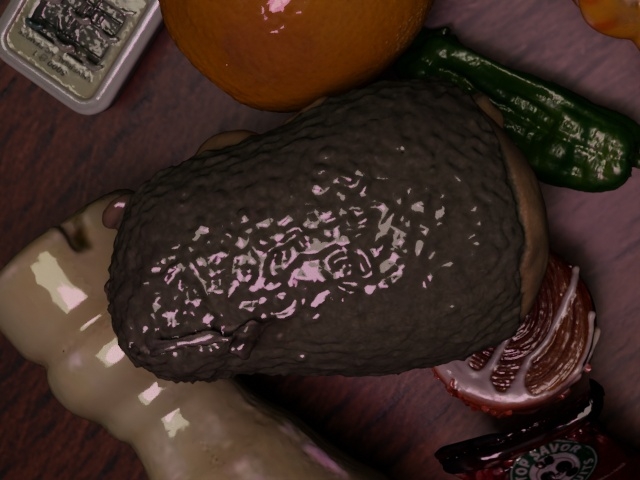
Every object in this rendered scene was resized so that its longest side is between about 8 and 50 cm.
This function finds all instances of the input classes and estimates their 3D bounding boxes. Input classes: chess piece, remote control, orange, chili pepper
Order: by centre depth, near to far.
[{"bbox_3d":[-0.016,-0.217,1.173,0.236,0.236,0.236,2,102,11],"label":"orange"},{"bbox_3d":[0.175,-0.109,1.232,0.257,0.074,0.100,26,107,7],"label":"chili pepper"},{"bbox_3d":[-0.104,0.172,1.268,0.234,0.234,0.442,-37,89,16],"label":"chess piece"},{"bbox_3d":[-0.159,-0.275,1.270,0.128,0.065,0.335,35,105,1],"label":"remote control"}]

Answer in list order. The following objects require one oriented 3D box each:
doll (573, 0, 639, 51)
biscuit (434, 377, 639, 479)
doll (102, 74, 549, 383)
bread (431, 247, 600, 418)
[{"bbox_3d":[0.290,-0.213,1.147,0.269,0.162,0.166,43,129,-5],"label":"doll"},{"bbox_3d":[0.222,0.208,1.259,0.151,0.063,0.235,-37,130,14],"label":"biscuit"},{"bbox_3d":[0.000,0.000,1.135,0.349,0.247,0.247,-17,98,-8],"label":"doll"},{"bbox_3d":[0.164,0.075,1.249,0.160,0.073,0.160,-2,81,10],"label":"bread"}]
